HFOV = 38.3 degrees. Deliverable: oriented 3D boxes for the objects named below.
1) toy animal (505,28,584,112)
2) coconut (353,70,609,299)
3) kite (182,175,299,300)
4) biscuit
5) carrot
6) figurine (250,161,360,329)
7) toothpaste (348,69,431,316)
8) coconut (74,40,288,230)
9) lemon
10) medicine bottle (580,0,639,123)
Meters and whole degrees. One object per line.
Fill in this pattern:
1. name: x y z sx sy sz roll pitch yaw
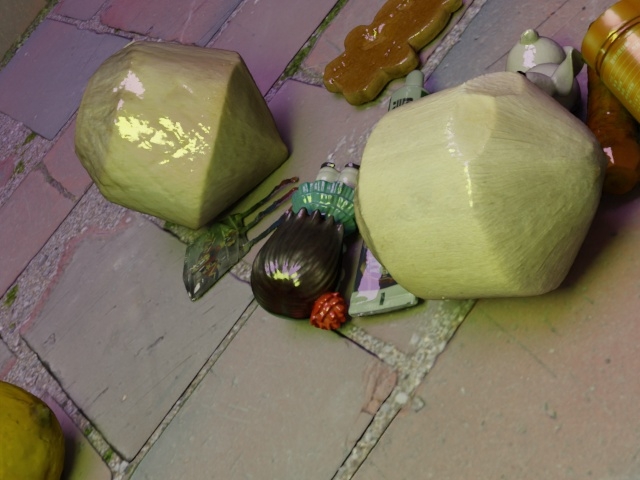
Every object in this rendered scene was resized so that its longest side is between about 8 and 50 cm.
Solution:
1. toy animal: 0.259 -0.185 1.117 0.131 0.127 0.181 -26 30 16
2. coconut: 0.178 -0.055 0.977 0.266 0.237 0.237 -6 53 46
3. kite: -0.125 -0.010 1.419 0.245 0.015 0.141 -36 41 16
4. biscuit: 0.113 -0.314 1.445 0.249 0.035 0.184 -48 37 -2
5. carrot: 0.334 -0.163 1.060 0.070 0.070 0.260 -18 45 33
6. figurine: 0.000 0.000 1.217 0.138 0.110 0.245 6 53 27
7. toothpaste: 0.104 -0.076 1.215 0.099 0.061 0.392 -14 50 33
8. coconut: -0.208 -0.168 1.444 0.329 0.329 0.329 -26 42 26
9. lemon: -0.485 0.319 1.291 0.228 0.228 0.253 14 63 50
10. medicine bottle: 0.364 -0.160 0.960 0.096 0.096 0.192 -38 58 11
